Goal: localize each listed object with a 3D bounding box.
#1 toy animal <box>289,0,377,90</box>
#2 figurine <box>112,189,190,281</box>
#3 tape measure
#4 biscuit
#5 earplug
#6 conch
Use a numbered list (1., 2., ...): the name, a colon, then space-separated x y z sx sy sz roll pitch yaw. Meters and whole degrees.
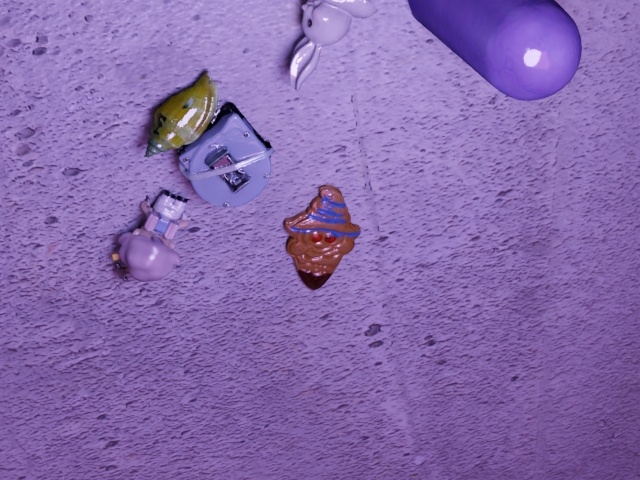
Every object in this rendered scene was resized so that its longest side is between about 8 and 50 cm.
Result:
1. toy animal: -0.011 -0.405 1.863 0.221 0.103 0.131 -45 126 14
2. figurine: -0.350 0.004 2.041 0.137 0.112 0.229 23 104 -24
3. tape measure: -0.188 -0.160 1.978 0.182 0.107 0.181 -42 119 10
4. biscuit: 0.000 0.000 2.197 0.183 0.043 0.280 1 120 -15
5. earplug: 0.320 -0.399 1.758 0.215 0.456 0.215 -7 124 -11
6. conch: -0.273 -0.236 1.905 0.201 0.079 0.095 -36 96 9
